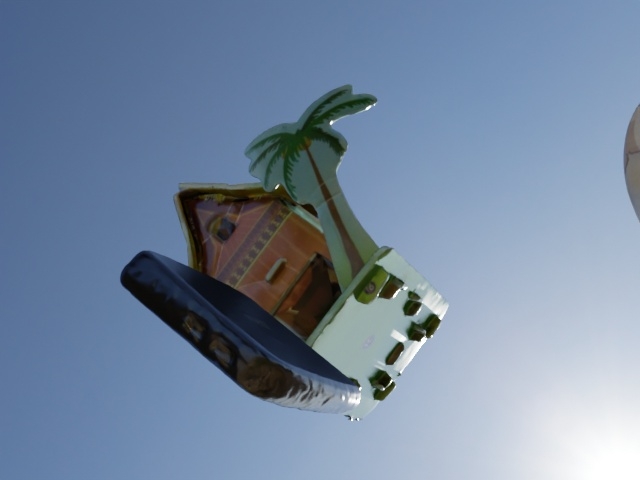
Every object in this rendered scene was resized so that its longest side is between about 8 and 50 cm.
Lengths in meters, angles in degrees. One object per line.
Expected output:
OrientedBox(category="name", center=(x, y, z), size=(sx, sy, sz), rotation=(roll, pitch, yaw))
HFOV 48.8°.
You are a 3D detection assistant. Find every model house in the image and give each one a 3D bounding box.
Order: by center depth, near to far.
OrientedBox(category="model house", center=(0.000, 0.000, 0.927), size=(0.340, 0.323, 0.300), rotation=(-54, -28, 0))

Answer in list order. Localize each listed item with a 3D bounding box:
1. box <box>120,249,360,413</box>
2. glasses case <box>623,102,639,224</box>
OrientedBox(category="box", center=(-0.042, 0.059, 0.414), size=(0.027, 0.125, 0.126), rotation=(-55, -31, 0))
OrientedBox(category="glasses case", center=(0.240, -0.007, 0.428), size=(0.204, 0.051, 0.081), rotation=(44, -123, -29))
